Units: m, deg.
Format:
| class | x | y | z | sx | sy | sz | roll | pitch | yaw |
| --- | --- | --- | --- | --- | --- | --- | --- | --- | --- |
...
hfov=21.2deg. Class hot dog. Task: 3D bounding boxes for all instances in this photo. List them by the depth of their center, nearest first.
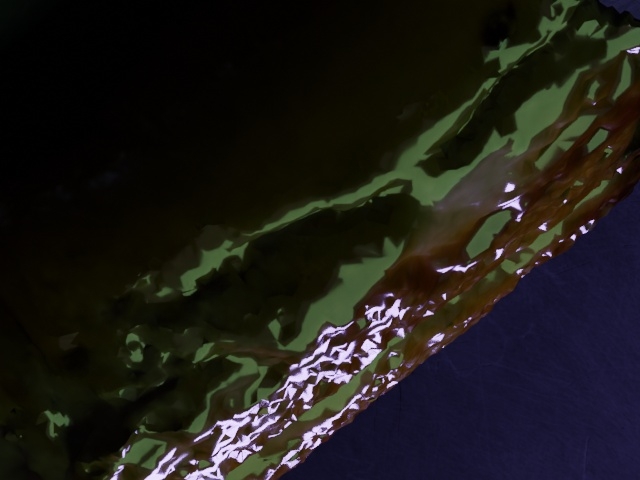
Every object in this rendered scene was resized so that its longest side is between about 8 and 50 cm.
| class | x | y | z | sx | sy | sz | roll | pitch | yaw |
| --- | --- | --- | --- | --- | --- | --- | --- | --- | --- |
| hot dog | -0.041 | 0.009 | 0.800 | 0.365 | 0.196 | 0.367 | -43 | 166 | -1 |
